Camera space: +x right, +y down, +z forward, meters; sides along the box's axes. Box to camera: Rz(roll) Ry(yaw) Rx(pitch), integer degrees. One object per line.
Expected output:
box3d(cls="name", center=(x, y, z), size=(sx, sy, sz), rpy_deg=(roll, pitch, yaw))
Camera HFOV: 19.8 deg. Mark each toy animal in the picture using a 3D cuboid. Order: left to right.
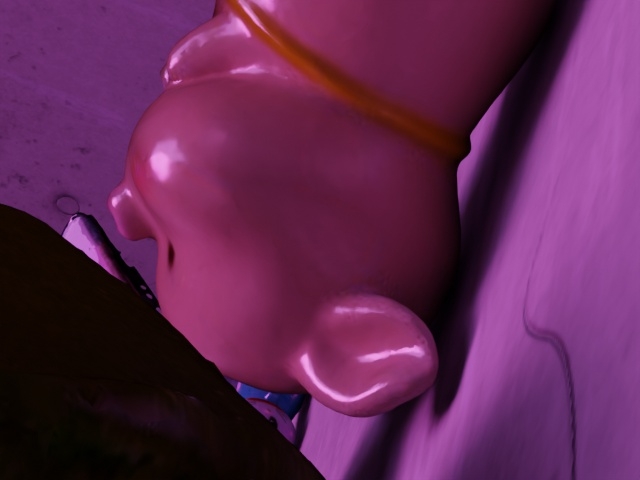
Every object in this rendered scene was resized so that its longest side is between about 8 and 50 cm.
box3d(cls="toy animal", center=(0.008, -0.062, 0.710), size=(0.165, 0.149, 0.248), rpy_deg=(0, -77, -81))

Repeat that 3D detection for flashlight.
box3d(cls="flashlight", center=(-0.033, 0.093, 1.081), size=(0.129, 0.051, 0.051), rpy_deg=(-73, 5, -59))

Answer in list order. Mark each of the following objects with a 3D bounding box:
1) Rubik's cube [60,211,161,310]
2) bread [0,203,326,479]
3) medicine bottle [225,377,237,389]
box3d(cls="Rubik's cube", center=(-0.114, 0.107, 0.739), size=(0.178, 0.190, 0.211), rpy_deg=(-29, 0, -4))
box3d(cls="bread", center=(-0.157, 0.172, 0.504), size=(0.382, 0.129, 0.366), rpy_deg=(-57, -33, 7))
box3d(cls="medicine bottle", center=(-0.054, 0.028, 1.394), size=(0.083, 0.083, 0.203), rpy_deg=(-89, 19, -76))
